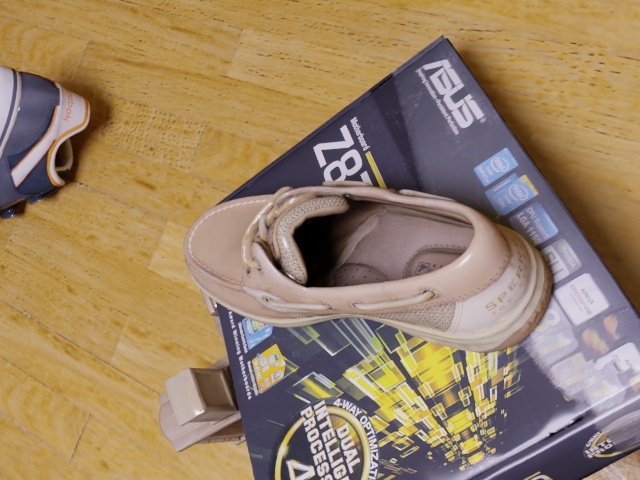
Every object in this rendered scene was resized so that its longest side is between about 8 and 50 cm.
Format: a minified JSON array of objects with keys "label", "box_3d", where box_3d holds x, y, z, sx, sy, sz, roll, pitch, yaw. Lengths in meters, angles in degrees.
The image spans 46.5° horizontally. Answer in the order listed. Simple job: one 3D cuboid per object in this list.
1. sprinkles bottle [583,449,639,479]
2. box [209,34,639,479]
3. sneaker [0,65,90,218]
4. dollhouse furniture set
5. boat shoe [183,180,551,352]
[{"label":"sprinkles bottle","box_3d":[0.304,0.280,0.513,0.355,0.121,0.121,42,99,28]},{"label":"box","box_3d":[0.065,0.048,0.640,0.318,0.097,0.395,-33,47,16]},{"label":"sneaker","box_3d":[-0.404,-0.094,0.968,0.321,0.127,0.126,-35,56,43]},{"label":"dollhouse furniture set","box_3d":[-0.126,0.115,0.734,0.101,0.182,0.161,-32,67,18]},{"label":"boat shoe","box_3d":[0.000,0.000,0.575,0.341,0.110,0.122,3,66,40]}]
